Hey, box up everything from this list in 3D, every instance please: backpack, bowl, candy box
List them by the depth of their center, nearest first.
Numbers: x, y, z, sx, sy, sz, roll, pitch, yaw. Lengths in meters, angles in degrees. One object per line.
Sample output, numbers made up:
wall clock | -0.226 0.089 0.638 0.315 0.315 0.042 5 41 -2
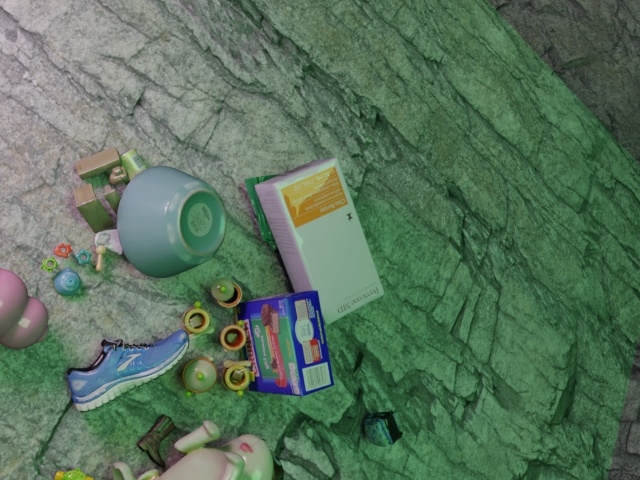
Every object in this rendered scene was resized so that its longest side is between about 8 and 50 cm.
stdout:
bowl | -0.371 -0.048 1.802 0.312 0.163 0.311 -5 97 -54
candy box | -0.114 0.289 1.892 0.122 0.317 0.268 -8 87 -33
backpack | 0.192 0.612 2.175 0.084 0.114 0.105 -27 96 -33

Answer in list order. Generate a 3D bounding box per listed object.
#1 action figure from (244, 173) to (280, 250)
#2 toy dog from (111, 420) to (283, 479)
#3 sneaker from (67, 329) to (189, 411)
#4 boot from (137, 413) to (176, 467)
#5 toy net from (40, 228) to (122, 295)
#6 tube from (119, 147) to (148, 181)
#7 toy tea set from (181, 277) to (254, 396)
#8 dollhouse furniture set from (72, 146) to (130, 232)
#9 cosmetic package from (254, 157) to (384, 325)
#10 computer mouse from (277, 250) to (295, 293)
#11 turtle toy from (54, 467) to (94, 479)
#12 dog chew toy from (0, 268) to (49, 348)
action figure | -0.166 -0.083 2.067 0.137 0.063 0.232 -12 93 -36
toy dog | -0.275 0.672 1.752 0.408 0.285 0.395 -22 118 -36
sneaker | -0.496 0.307 1.736 0.330 0.130 0.147 -26 95 -26
boot | -0.425 0.543 1.817 0.106 0.037 0.114 54 54 -18
toy net | -0.616 0.035 1.757 0.122 0.045 0.232 53 57 -14
tube | -0.482 -0.141 1.868 0.240 0.070 0.062 59 18 -17
toy tea set | -0.291 0.274 1.860 0.200 0.124 0.336 -4 84 -12
dollhouse furniture set | -0.576 -0.136 1.789 0.144 0.123 0.151 -23 58 -8
cosmetic package | 0.000 0.000 2.033 0.230 0.161 0.453 -26 104 -23
computer mouse | -0.023 0.051 2.150 0.262 0.060 0.184 -28 103 -22
turtle toy | -0.616 0.628 1.652 0.095 0.066 0.130 15 76 -8
dog chew toy | -0.779 0.139 1.542 0.332 0.207 0.206 41 62 -31
